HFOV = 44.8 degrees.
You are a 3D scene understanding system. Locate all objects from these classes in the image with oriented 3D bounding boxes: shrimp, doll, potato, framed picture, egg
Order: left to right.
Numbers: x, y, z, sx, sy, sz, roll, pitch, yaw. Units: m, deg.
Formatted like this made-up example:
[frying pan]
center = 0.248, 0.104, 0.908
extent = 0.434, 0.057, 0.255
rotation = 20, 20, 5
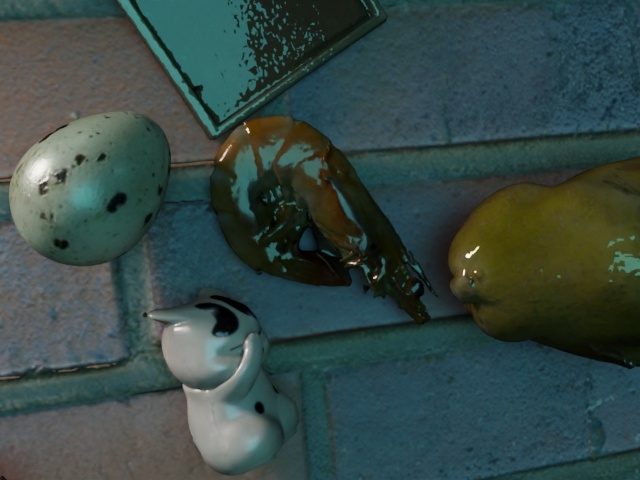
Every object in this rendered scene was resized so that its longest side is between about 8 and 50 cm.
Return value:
[egg]
center = -0.209, -0.053, 0.722
extent = 0.131, 0.131, 0.164
rotation = 39, 59, -12
[framed picture]
center = -0.106, -0.298, 0.780
extent = 0.240, 0.020, 0.324
rotation = -38, 105, -11
[doll]
center = -0.090, 0.138, 0.765
extent = 0.107, 0.110, 0.181
rotation = -12, 97, 25
[shrimp]
center = 0.000, 0.000, 0.808
extent = 0.152, 0.063, 0.287
rotation = -41, 97, -8
[potato]
center = 0.300, 0.024, 0.819
extent = 0.351, 0.202, 0.218
rotation = -7, 131, -9

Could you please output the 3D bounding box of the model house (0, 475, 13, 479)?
[model house]
center = -0.378, 0.277, 0.700
extent = 0.164, 0.141, 0.203
rotation = 13, 110, -36
